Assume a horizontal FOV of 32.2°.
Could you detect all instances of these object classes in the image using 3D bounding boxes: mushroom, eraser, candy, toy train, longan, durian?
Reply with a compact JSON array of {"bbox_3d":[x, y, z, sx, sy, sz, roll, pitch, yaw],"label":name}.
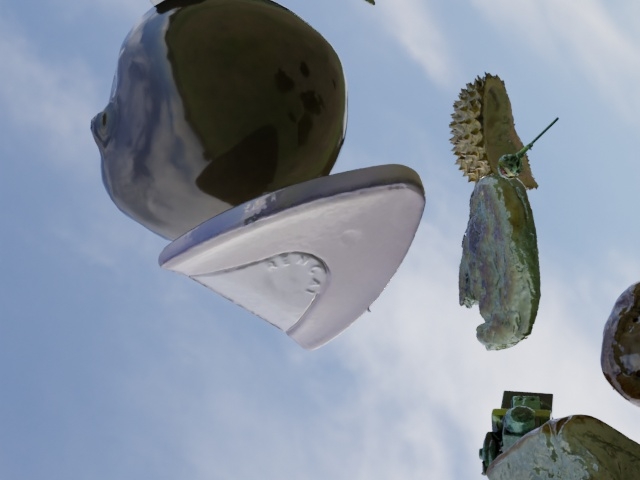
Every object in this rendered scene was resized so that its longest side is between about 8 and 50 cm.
[{"bbox_3d":[0.650,0.193,2.045,0.267,0.267,0.254,54,-175,-2],"label":"mushroom"},{"bbox_3d":[0.000,-0.001,1.055,0.204,0.243,0.059,35,-147,-33],"label":"eraser"},{"bbox_3d":[0.215,-0.095,1.133,0.025,0.083,0.023,47,178,22],"label":"candy"},{"bbox_3d":[0.421,0.490,2.278,0.253,0.160,0.397,-56,-37,-62],"label":"toy train"},{"bbox_3d":[-0.112,-0.132,1.231,0.297,0.297,0.297,36,-146,-30],"label":"longan"},{"bbox_3d":[0.299,-0.192,2.052,0.183,0.138,0.249,-35,-60,-37],"label":"durian"}]

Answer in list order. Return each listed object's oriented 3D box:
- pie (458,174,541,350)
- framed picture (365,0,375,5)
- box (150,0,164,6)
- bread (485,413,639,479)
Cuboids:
[{"bbox_3d":[0.296,0.034,1.850,0.067,0.302,0.302,-2,-128,-11],"label":"pie"},{"bbox_3d":[-0.020,-0.481,1.623,0.216,0.016,0.273,21,-138,-40],"label":"framed picture"},{"bbox_3d":[-0.180,-0.371,1.387,0.285,0.142,0.044,55,-155,-54],"label":"box"},{"bbox_3d":[0.438,0.438,1.902,0.250,0.279,0.225,27,-138,-21],"label":"bread"}]
